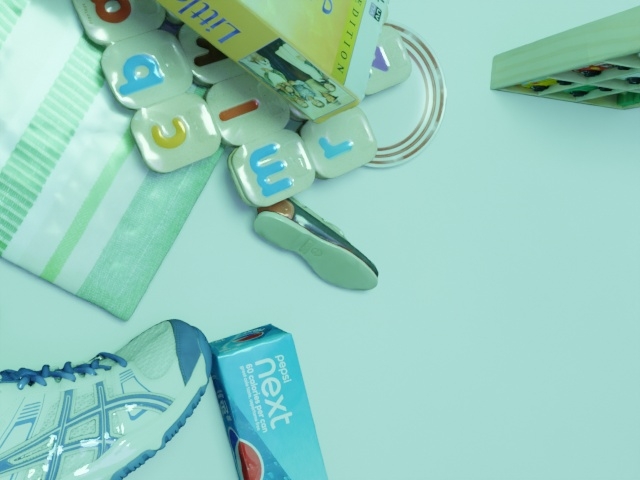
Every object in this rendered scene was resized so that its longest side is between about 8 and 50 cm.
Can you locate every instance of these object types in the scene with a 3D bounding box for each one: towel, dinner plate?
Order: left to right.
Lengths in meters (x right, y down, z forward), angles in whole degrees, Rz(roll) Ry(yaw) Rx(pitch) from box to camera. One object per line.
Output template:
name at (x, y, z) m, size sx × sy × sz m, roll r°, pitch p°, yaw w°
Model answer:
towel at (-0.244, -0.115, 0.715) m, size 0.325 × 0.038 × 0.247 m, roll 31°, pitch 83°, yaw -19°
dinner plate at (0.055, -0.141, 0.823) m, size 0.141 × 0.017 × 0.141 m, roll -1°, pitch 93°, yaw -18°

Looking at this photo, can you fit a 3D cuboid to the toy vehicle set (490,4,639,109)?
toy vehicle set at (0.292, -0.160, 0.770) m, size 0.166 × 0.267 × 0.035 m, roll 5°, pitch 90°, yaw -18°

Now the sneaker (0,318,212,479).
sneaker at (-0.210, 0.136, 0.661) m, size 0.296 × 0.112 × 0.131 m, roll -42°, pitch 110°, yaw -36°

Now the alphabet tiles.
alphabet tiles at (-0.058, -0.179, 0.752) m, size 0.278 × 0.021 × 0.284 m, roll -26°, pitch 96°, yaw -25°

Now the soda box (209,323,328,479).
soda box at (-0.042, 0.188, 0.781) m, size 0.071 × 0.067 × 0.210 m, roll -16°, pitch 97°, yaw -17°

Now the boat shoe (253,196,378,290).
boat shoe at (0.000, 0.000, 0.798) m, size 0.137 × 0.049 × 0.043 m, roll 32°, pitch 44°, yaw -17°

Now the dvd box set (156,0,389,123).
dvd box set at (-0.100, -0.322, 0.620) m, size 0.420 × 0.062 × 0.307 m, roll 34°, pitch 56°, yaw -33°
